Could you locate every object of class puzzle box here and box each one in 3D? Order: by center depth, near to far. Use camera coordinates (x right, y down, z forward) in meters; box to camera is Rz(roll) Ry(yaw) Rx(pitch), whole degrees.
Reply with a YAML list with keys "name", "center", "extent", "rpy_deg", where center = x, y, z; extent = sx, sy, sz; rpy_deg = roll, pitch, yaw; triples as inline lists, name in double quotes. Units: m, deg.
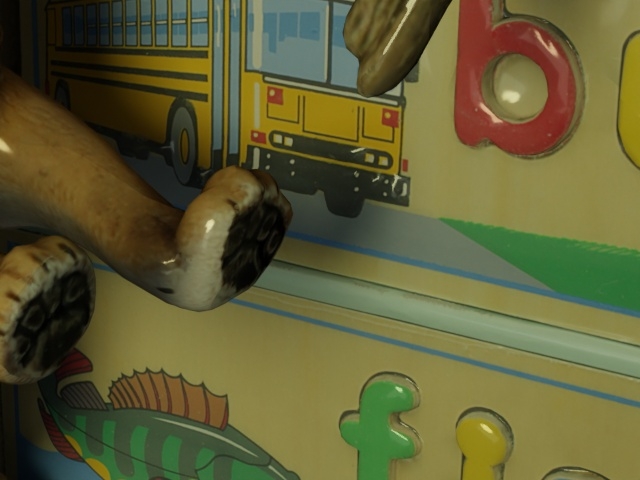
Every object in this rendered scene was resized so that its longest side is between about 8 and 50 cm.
- name: "puzzle box"
  center: [0.000, 0.000, 0.564]
  extent: [0.408, 0.052, 0.272]
  rpy_deg: [12, 114, 27]

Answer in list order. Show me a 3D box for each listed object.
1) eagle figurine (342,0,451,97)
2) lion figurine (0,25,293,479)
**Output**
- name: "eagle figurine"
  center: [-0.042, -0.182, 0.414]
  extent: [0.298, 0.226, 0.225]
  rpy_deg: [47, 126, 5]
- name: "lion figurine"
  center: [-0.134, 0.031, 0.541]
  extent: [0.240, 0.142, 0.392]
  rpy_deg: [27, 124, 28]
